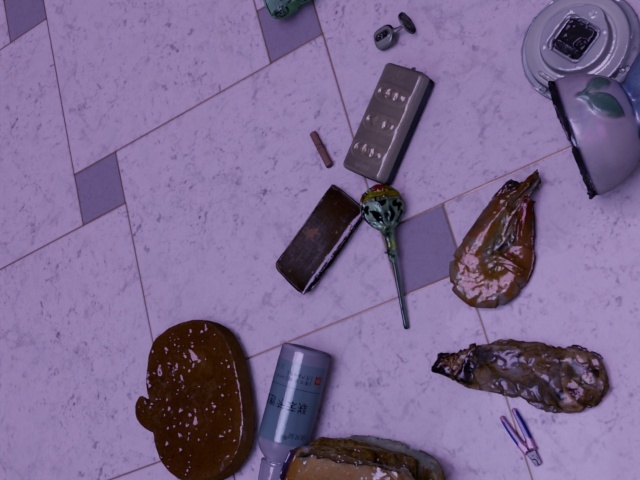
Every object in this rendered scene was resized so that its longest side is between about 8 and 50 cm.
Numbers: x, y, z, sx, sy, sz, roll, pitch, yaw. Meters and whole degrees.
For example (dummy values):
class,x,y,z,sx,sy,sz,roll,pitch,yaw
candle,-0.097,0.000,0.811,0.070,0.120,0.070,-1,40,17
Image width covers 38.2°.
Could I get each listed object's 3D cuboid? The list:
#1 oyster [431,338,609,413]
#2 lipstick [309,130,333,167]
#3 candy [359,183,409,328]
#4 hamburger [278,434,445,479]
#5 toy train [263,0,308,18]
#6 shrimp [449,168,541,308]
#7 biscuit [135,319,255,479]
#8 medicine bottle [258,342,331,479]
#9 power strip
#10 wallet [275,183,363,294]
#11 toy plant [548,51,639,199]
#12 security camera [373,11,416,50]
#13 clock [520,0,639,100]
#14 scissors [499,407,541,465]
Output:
class,x,y,z,sx,sy,sz,roll,pitch,yaw
oyster,0.364,0.250,1.731,0.344,0.078,0.129,3,90,29
lipstick,0.002,-0.203,2.064,0.019,0.019,0.094,-36,64,20
candy,0.144,0.033,1.910,0.091,0.083,0.306,-13,82,26
hamburger,0.068,0.521,1.775,0.318,0.195,0.277,8,87,34
toy train,-0.060,-0.578,2.148,0.149,0.081,0.099,-37,64,26
shrimp,0.358,-0.004,1.793,0.154,0.062,0.294,27,97,20
biscuit,-0.288,0.368,2.096,0.314,0.063,0.368,-21,70,28
medicine bottle,-0.071,0.396,1.931,0.110,0.110,0.352,13,87,32
power strip,0.145,-0.252,1.960,0.105,0.070,0.257,25,92,32
wallet,0.000,0.000,2.018,0.122,0.031,0.232,42,100,34
toy plant,0.588,-0.238,1.620,0.332,0.247,0.247,-21,70,18
security camera,0.155,-0.450,2.009,0.092,0.058,0.058,-31,66,31
clock,0.496,-0.382,1.788,0.236,0.053,0.237,-7,77,31
scissors,0.378,0.369,1.726,0.039,0.012,0.113,-40,63,19
